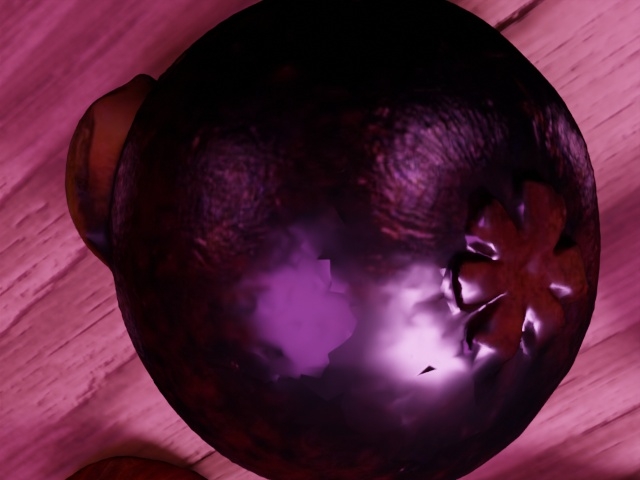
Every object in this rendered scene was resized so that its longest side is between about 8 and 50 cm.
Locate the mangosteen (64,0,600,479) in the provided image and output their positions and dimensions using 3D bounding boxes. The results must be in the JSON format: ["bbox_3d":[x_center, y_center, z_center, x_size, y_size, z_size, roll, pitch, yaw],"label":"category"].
[{"bbox_3d":[0.000,0.000,0.897,0.347,0.307,0.307,5,129,50],"label":"mangosteen"}]

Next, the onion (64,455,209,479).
[{"bbox_3d":[-0.144,0.296,1.183,0.248,0.161,0.248,25,126,40],"label":"onion"}]
